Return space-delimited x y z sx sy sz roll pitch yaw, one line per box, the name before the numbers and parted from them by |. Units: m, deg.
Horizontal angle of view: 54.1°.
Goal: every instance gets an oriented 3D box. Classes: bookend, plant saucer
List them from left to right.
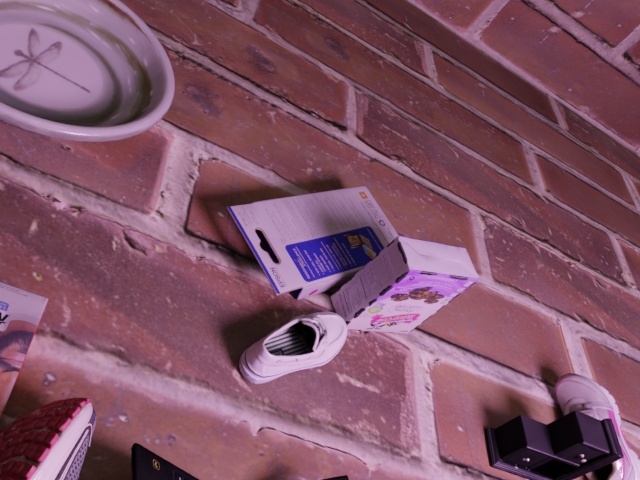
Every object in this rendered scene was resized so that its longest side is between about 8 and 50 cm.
plant saucer | -0.436 -0.288 0.995 0.400 0.100 0.401 23 43 -23
bookend | 0.401 0.351 1.088 0.156 0.157 0.072 25 42 -22

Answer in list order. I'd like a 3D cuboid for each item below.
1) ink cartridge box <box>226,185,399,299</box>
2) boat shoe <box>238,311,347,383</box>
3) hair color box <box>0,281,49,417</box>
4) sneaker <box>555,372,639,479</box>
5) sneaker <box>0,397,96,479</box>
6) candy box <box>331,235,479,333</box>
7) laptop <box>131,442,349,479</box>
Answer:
ink cartridge box | 0.000 0.000 1.137 0.371 0.069 0.176 -12 64 -49
boat shoe | -0.021 0.157 0.966 0.226 0.076 0.083 -22 72 -49
hair color box | -0.381 0.126 0.702 0.093 0.053 0.167 25 43 -23
sneaker | 0.531 0.378 1.219 0.111 0.103 0.252 5 52 -40
sneaker | -0.293 0.285 0.602 0.112 0.120 0.299 56 28 -33
candy box | 0.142 0.083 1.076 0.164 0.196 0.070 8 51 -35
laptop | -0.060 0.332 0.667 0.264 0.136 0.234 48 10 -36
